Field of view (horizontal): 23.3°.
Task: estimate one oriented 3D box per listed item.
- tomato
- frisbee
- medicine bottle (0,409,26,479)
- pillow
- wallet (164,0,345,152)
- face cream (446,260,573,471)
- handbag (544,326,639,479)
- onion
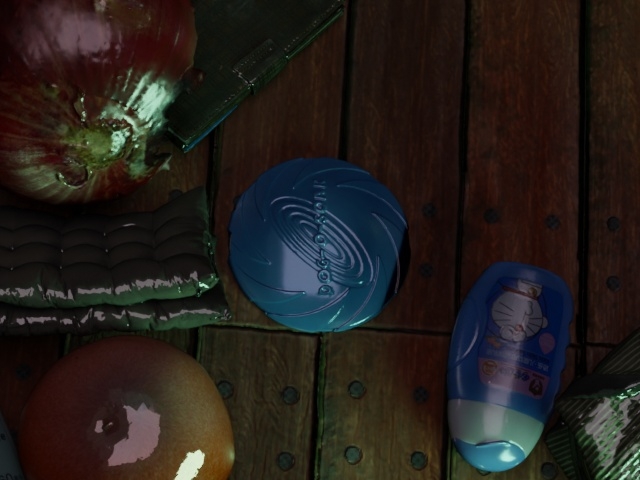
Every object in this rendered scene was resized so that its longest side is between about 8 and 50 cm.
[{"bbox_3d":[-0.226,0.236,1.809,0.256,0.224,0.256,-1,72,2],"label":"tomato"},{"bbox_3d":[0.000,0.000,2.004,0.242,0.045,0.242,2,73,-5],"label":"frisbee"},{"bbox_3d":[-0.425,0.237,1.840,0.110,0.110,0.352,-24,76,-13],"label":"medicine bottle"},{"bbox_3d":[-0.278,0.031,1.886,0.326,0.101,0.228,-5,27,-5],"label":"pillow"},{"bbox_3d":[-0.128,-0.269,2.081,0.169,0.044,0.317,41,70,12],"label":"wallet"},{"bbox_3d":[0.232,0.162,1.952,0.149,0.083,0.264,14,71,2],"label":"face cream"},{"bbox_3d":[0.439,0.221,1.882,0.340,0.247,0.240,-39,68,-14],"label":"handbag"},{"bbox_3d":[-0.309,-0.197,1.856,0.341,0.341,0.341,2,71,-6],"label":"onion"}]
